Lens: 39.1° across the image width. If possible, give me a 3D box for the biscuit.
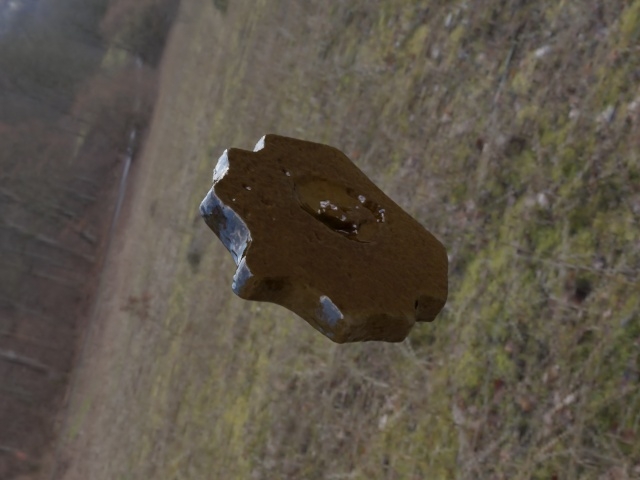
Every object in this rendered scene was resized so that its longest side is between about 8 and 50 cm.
[{"bbox_3d":[-0.001,0.002,0.617,0.034,0.182,0.215,-54,-13,29],"label":"biscuit"}]
